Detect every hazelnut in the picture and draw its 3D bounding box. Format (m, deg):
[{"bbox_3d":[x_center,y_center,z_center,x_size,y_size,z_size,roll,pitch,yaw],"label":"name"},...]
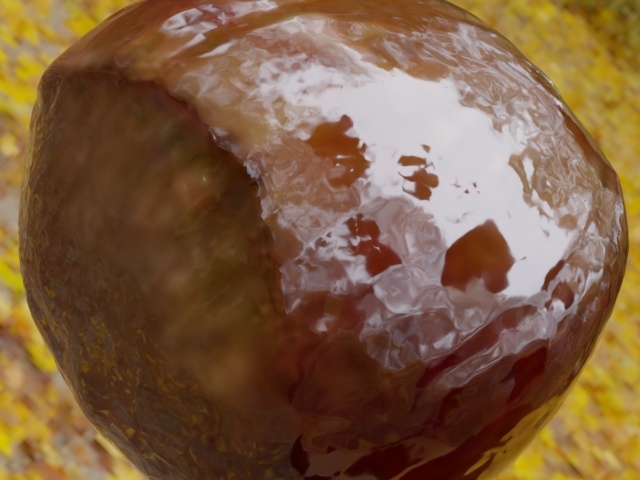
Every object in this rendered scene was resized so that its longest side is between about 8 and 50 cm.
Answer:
[{"bbox_3d":[0.000,0.000,1.215,0.421,0.421,0.353,-112,-165,-54],"label":"hazelnut"}]
